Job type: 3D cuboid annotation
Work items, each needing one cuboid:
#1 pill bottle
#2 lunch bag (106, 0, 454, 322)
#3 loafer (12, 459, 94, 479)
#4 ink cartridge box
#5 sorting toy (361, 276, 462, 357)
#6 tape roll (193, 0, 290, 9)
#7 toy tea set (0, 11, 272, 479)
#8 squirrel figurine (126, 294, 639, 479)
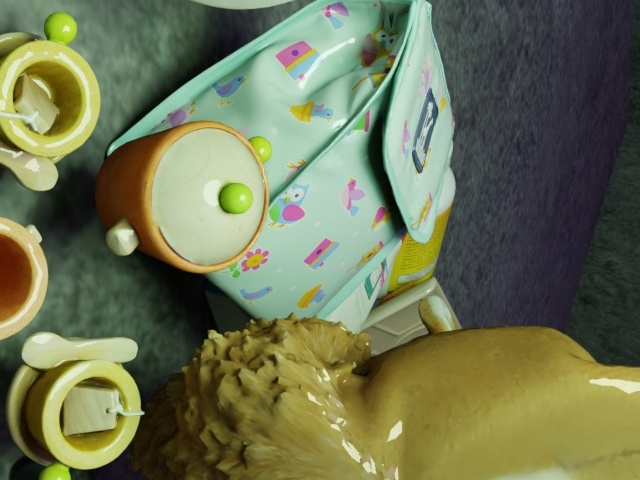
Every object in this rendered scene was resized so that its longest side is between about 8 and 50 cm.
[{"bbox_3d":[0.089,-0.038,1.200,0.208,0.117,0.118,97,18,-46],"label":"pill bottle"},{"bbox_3d":[0.002,-0.067,0.852,0.262,0.160,0.223,-40,153,-3],"label":"lunch bag"},{"bbox_3d":[-0.187,0.228,0.795,0.061,0.062,0.170,-46,144,-61],"label":"loafer"},{"bbox_3d":[0.000,0.000,1.032,0.078,0.134,0.231,77,32,-47],"label":"ink cartridge box"},{"bbox_3d":[0.066,0.117,1.254,0.038,0.193,0.208,63,4,25],"label":"sorting toy"},{"bbox_3d":[-0.022,-0.282,0.681,0.169,0.246,0.246,-36,133,-59],"label":"tape roll"},{"bbox_3d":[-0.148,0.041,0.624,0.200,0.124,0.336,26,77,-39],"label":"toy tea set"},{"bbox_3d":[0.060,0.146,0.805,0.370,0.396,0.281,-97,-157,-79],"label":"squirrel figurine"}]
